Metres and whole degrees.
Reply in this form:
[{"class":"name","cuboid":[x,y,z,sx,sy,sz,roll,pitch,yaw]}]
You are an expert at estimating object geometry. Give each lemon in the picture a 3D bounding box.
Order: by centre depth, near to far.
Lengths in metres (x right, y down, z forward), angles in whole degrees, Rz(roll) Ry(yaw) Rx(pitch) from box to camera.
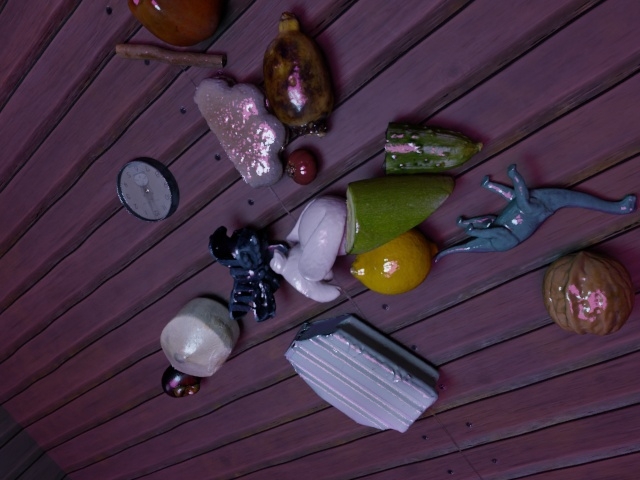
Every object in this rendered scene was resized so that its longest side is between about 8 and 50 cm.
[{"class":"lemon","cuboid":[0.197,0.052,1.174,0.244,0.187,0.187,-20,107,0]}]

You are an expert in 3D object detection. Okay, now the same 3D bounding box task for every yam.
[{"class":"yam","cuboid":[-0.415,-0.514,1.207,0.326,0.045,0.045,11,84,12]}]

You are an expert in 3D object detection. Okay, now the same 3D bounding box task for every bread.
[{"class":"bread","cuboid":[-0.194,-0.315,1.192,0.183,0.102,0.337,-29,99,22]}]

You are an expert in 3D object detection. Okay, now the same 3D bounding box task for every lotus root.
[{"class":"lotus root","cuboid":[-0.059,-0.400,1.084,0.169,0.141,0.314,-9,109,17]}]

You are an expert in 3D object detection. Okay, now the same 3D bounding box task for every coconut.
[{"class":"coconut","cuboid":[-0.406,0.333,1.458,0.245,0.247,0.245,6,115,14]}]

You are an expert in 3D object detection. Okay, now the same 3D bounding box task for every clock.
[{"class":"clock","cuboid":[-0.563,-0.160,1.409,0.214,0.042,0.215,7,115,15]}]

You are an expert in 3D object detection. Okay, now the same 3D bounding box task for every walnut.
[{"class":"walnut","cuboid":[0.651,0.126,1.064,0.213,0.213,0.213,7,115,15]}]

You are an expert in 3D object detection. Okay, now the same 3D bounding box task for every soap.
[{"class":"soap","cuboid":[0.118,0.408,1.373,0.446,0.156,0.261,32,119,2]}]

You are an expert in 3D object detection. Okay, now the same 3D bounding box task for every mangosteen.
[{"class":"mangosteen","cuboid":[-0.514,0.524,1.627,0.152,0.152,0.153,7,115,15]}]

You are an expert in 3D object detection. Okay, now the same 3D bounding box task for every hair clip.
[{"class":"hair clip","cuboid":[-0.217,0.085,1.316,0.194,0.206,0.310,3,118,23]}]

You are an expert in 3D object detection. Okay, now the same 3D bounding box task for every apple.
[{"class":"apple","cuboid":[-0.351,-0.592,1.055,0.234,0.234,0.234,7,115,15]}]

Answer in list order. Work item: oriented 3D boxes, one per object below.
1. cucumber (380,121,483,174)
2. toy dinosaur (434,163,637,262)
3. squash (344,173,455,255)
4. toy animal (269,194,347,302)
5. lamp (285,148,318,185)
[{"class":"cucumber","cuboid":[0.274,-0.227,1.070,0.244,0.134,0.134,2,113,12]},{"class":"toy dinosaur","cuboid":[0.533,-0.019,1.096,0.330,0.129,0.383,26,120,-5]},{"class":"squash","cuboid":[0.210,-0.058,1.087,0.288,0.111,0.203,-3,105,-12]},{"class":"toy animal","cuboid":[0.000,0.000,1.202,0.206,0.272,0.265,25,107,-22]},{"class":"lamp","cuboid":[-0.051,-0.203,1.199,0.101,0.090,0.101,35,134,46]}]
